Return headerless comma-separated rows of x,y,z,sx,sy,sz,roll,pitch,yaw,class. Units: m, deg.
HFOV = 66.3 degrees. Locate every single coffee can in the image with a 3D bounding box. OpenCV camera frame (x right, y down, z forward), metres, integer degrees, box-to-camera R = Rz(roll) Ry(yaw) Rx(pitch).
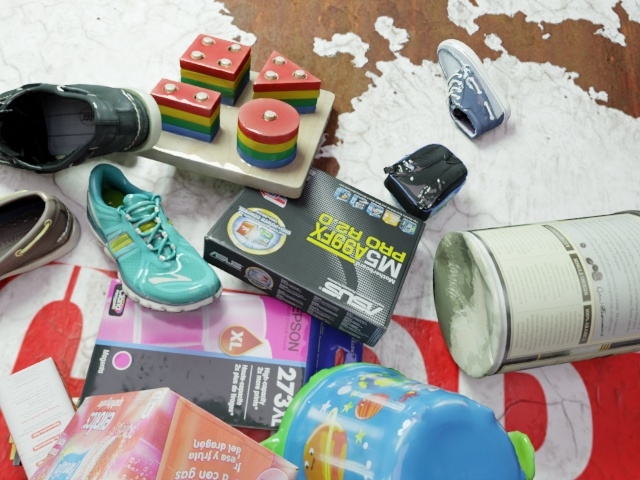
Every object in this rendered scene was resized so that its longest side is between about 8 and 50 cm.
0.324,0.071,0.685,0.274,0.202,0.202,-6,70,-9,coffee can

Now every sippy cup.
0.089,0.254,0.547,0.305,0.224,0.240,-34,91,-27,sippy cup

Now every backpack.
0.171,-0.095,0.795,0.114,0.084,0.105,-36,76,-14,backpack

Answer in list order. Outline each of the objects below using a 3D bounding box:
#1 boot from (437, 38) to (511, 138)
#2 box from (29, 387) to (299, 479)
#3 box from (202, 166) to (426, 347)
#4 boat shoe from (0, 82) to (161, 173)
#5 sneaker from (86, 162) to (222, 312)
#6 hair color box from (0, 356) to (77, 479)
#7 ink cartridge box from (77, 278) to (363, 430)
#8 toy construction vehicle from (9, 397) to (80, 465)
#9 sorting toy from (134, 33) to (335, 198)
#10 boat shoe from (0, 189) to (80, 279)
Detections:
0.254,-0.275,0.881,0.086,0.069,0.190,-31,77,-19,boot
-0.179,0.247,0.467,0.142,0.299,0.154,40,55,-20,box
0.000,0.000,0.720,0.269,0.060,0.216,27,49,5,box
-0.391,-0.153,0.676,0.339,0.113,0.127,6,107,19,boat shoe
-0.238,-0.005,0.659,0.275,0.110,0.107,37,45,25,sneaker
-0.338,0.226,0.604,0.071,0.043,0.141,-24,76,-27,hair color box
-0.119,0.164,0.678,0.370,0.069,0.176,8,68,-6,ink cartridge box
-0.350,0.253,0.629,0.085,0.035,0.098,2,69,-6,toy construction vehicle
-0.119,-0.212,0.760,0.255,0.090,0.257,15,49,1,sorting toy
-0.500,0.033,0.664,0.324,0.097,0.117,-31,75,-16,boat shoe
